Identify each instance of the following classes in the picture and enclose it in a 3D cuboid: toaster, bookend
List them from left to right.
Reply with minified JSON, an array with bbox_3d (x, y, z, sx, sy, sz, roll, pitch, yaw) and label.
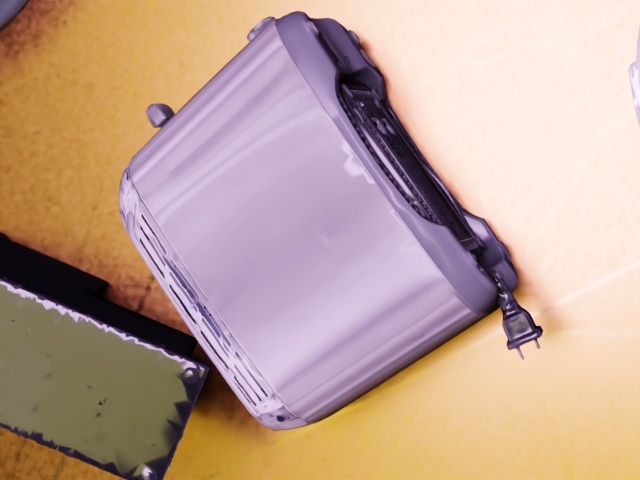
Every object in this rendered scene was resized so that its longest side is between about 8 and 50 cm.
[{"bbox_3d":[-0.139,0.060,1.075,0.156,0.157,0.072,23,95,0],"label":"bookend"},{"bbox_3d":[0.000,0.000,1.045,0.146,0.129,0.227,-37,85,14],"label":"toaster"}]

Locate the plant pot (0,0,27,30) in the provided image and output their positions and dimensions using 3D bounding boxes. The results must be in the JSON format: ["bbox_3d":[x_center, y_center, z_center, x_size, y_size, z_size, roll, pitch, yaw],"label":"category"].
[{"bbox_3d":[-0.300,-0.219,1.058,0.293,0.196,0.293,1,97,9],"label":"plant pot"}]

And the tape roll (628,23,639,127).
[{"bbox_3d":[0.280,-0.079,0.958,0.246,0.169,0.246,0,90,12],"label":"tape roll"}]
